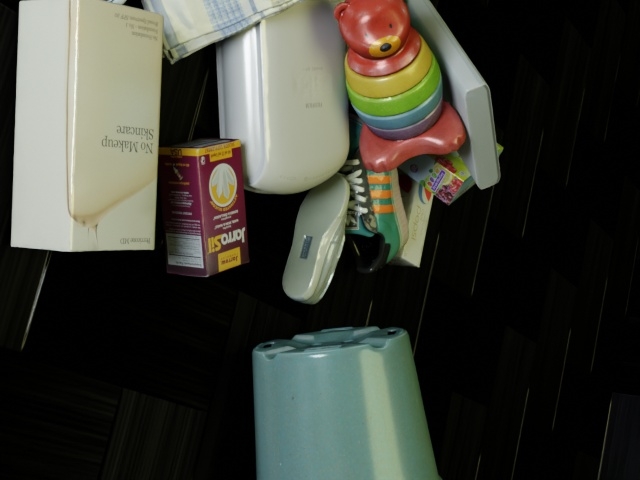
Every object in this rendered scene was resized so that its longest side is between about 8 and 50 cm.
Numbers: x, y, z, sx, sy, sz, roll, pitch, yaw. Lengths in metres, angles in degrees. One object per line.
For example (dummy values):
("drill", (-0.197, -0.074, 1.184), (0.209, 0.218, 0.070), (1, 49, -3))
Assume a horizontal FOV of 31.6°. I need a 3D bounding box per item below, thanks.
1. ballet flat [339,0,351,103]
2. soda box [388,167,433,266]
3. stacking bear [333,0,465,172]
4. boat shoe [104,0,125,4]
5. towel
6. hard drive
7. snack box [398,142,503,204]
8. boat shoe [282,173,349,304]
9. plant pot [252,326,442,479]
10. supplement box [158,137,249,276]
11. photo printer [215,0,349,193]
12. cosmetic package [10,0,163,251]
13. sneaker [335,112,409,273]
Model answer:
("ballet flat", (0.081, -0.431, 1.934), (0.139, 0.139, 0.400), (29, 87, -53))
("soda box", (0.164, -0.062, 2.158), (0.074, 0.069, 0.216), (28, 70, -54))
("stacking bear", (0.108, -0.273, 1.788), (0.289, 0.176, 0.164), (66, 10, -47))
("boat shoe", (-0.289, -0.398, 1.462), (0.083, 0.065, 0.183), (7, 80, -56))
("towel", (-0.131, -0.398, 1.587), (0.285, 0.034, 0.209), (-28, 114, -15))
("hard drive", (0.217, -0.287, 1.988), (0.233, 0.047, 0.353), (72, -4, -48))
("snack box", (0.209, -0.179, 2.094), (0.174, 0.207, 0.070), (-36, 160, -48))
("boat shoe", (0.001, 0.001, 1.927), (0.081, 0.079, 0.227), (36, 70, -59))
("plant pot", (0.033, 0.319, 1.809), (0.341, 0.341, 0.334), (-12, 95, -55))
("supplement box", (-0.171, -0.050, 1.655), (0.104, 0.081, 0.188), (-21, 111, -53))
("photo printer", (-0.055, -0.227, 1.781), (0.256, 0.107, 0.307), (-14, 105, -55))
("cosmetic package", (-0.295, -0.142, 1.436), (0.160, 0.113, 0.309), (-3, 95, -56))
("sneaker", (0.072, -0.075, 1.986), (0.121, 0.108, 0.302), (-51, 131, -39))
